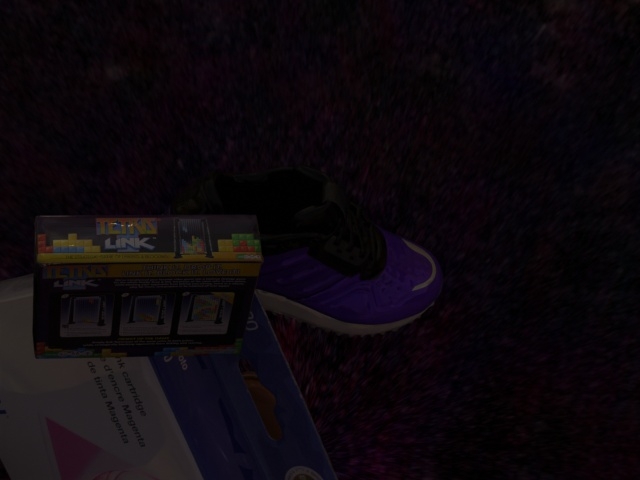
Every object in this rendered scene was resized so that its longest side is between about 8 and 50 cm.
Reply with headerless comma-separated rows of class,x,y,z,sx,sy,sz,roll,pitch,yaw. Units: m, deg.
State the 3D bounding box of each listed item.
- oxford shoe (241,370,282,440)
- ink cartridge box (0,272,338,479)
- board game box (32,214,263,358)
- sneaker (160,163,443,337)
oxford shoe,-0.051,0.243,1.513,0.076,0.076,0.212,-10,105,29
ink cartridge box,-0.165,0.172,1.293,0.330,0.071,0.324,-12,108,35
board game box,-0.140,0.038,1.116,0.170,0.141,0.048,0,53,-13
sneaker,0.000,0.001,1.297,0.293,0.146,0.102,11,51,-23
